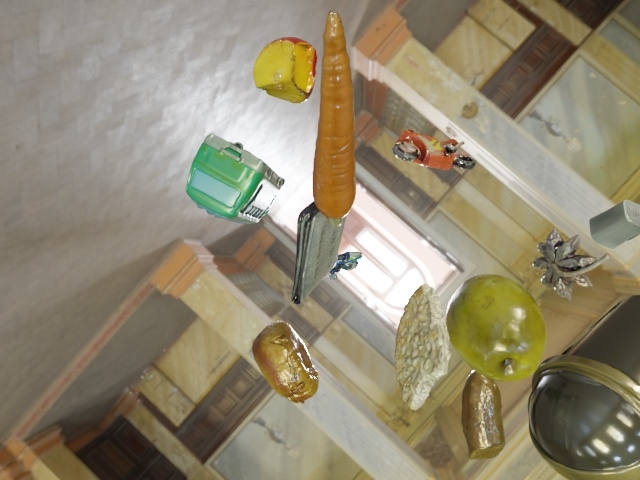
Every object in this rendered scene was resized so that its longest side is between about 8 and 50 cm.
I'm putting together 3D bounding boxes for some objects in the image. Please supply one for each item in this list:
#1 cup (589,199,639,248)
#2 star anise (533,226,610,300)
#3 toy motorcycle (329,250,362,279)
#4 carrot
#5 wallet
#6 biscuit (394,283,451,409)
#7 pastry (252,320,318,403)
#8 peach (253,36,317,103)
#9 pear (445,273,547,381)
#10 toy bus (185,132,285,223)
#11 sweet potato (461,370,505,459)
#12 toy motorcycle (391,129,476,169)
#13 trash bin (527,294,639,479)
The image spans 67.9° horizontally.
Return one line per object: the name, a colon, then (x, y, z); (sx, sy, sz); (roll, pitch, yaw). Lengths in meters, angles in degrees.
cup: (0.893, -0.040, 1.405); (0.129, 0.128, 0.095); (126, -18, -57)
star anise: (0.738, 0.070, 1.437); (0.081, 0.229, 0.262); (-4, 176, -20)
toy motorcycle: (0.037, 0.085, 1.886); (0.255, 0.092, 0.135); (-4, 146, -7)
carrot: (0.018, -0.142, 0.650); (0.069, 0.069, 0.335); (-45, 149, -34)
wallet: (0.002, 0.001, 0.919); (0.167, 0.036, 0.221); (-45, 150, -49)
biscuit: (0.215, 0.224, 1.006); (0.188, 0.040, 0.265); (-175, -87, -69)
pastry: (-0.132, 0.482, 1.897); (0.164, 0.355, 0.356); (-36, 176, 4)
peach: (-0.079, -0.392, 1.079); (0.151, 0.152, 0.118); (120, -13, -68)
pear: (0.464, 0.219, 1.262); (0.253, 0.253, 0.307); (-52, -166, 37)
toy bus: (-0.232, -0.153, 1.333); (0.199, 0.184, 0.343); (-62, 174, 1)
sweet potato: (0.585, 0.618, 1.720); (0.158, 0.369, 0.158); (-5, 175, 0)
toy motorcycle: (0.350, -0.286, 1.512); (0.171, 0.299, 0.089); (-117, -143, -54)
trash bin: (0.475, 0.244, 0.762); (0.334, 0.214, 0.214); (-33, 169, -23)
